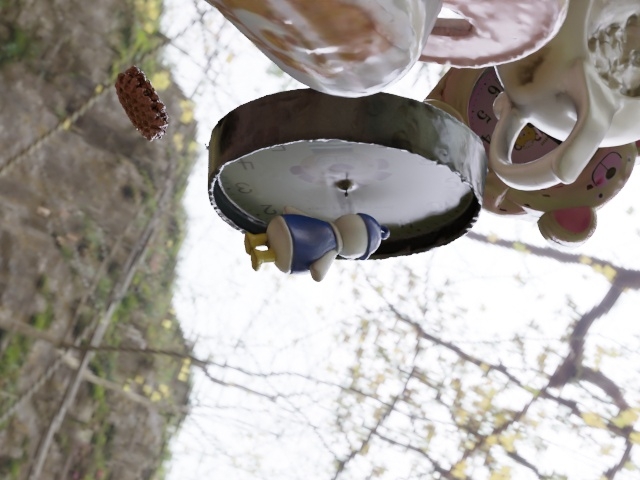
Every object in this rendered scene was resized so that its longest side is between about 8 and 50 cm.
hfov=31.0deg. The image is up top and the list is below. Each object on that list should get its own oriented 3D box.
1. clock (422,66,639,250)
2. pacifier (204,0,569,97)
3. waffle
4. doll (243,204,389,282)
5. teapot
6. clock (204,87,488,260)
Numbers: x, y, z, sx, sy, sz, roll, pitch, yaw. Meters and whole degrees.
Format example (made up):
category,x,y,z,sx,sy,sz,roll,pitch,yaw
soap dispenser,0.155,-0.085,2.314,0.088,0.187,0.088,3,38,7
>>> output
category,x,y,z,sx,sy,sz,roll,pitch,yaw
clock,0.307,-0.159,1.644,0.309,0.114,0.284,38,-103,7
pacifier,0.009,-0.204,0.626,0.273,0.332,0.220,-39,-127,10
waffle,-0.192,-0.145,1.244,0.029,0.083,0.075,-34,-179,-22
doll,0.000,0.000,1.085,0.058,0.143,0.099,102,-29,-42
teapot,0.224,-0.163,0.887,0.298,0.204,0.139,-56,-147,-3
clock,0.026,-0.063,1.254,0.312,0.312,0.061,-17,-122,40
